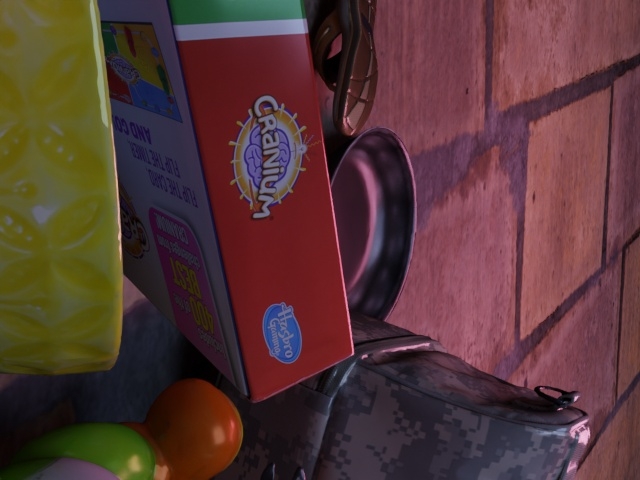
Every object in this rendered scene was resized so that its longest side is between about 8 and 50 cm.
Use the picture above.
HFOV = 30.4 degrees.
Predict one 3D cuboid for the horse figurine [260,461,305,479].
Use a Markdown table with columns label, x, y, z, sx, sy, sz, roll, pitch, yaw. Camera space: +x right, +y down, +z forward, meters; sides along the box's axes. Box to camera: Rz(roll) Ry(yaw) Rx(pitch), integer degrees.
| label | x | y | z | sx | sy | sz | roll | pitch | yaw |
| --- | --- | --- | --- | --- | --- | --- | --- | --- | --- |
| horse figurine | -0.026 | 0.261 | 0.563 | 0.174 | 0.066 | 0.263 | -82 | 164 | -55 |

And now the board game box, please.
| label | x | y | z | sx | sy | sz | roll | pitch | yaw |
| --- | --- | --- | --- | --- | --- | --- | --- | --- | --- |
| board game box | -0.090 | -0.108 | 0.604 | 0.064 | 0.242 | 0.316 | -23 | 123 | -23 |

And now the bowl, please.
| label | x | y | z | sx | sy | sz | roll | pitch | yaw |
| --- | --- | --- | --- | --- | --- | --- | --- | --- | --- |
| bowl | -0.185 | -0.074 | 0.480 | 0.156 | 0.289 | 0.289 | -10 | 111 | -17 |

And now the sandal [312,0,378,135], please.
| label | x | y | z | sx | sy | sz | roll | pitch | yaw |
| --- | --- | --- | --- | --- | --- | --- | --- | --- | --- |
| sandal | 0.018 | -0.170 | 1.009 | 0.072 | 0.049 | 0.180 | 48 | 40 | -63 |

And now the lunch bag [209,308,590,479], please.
| label | x | y | z | sx | sy | sz | roll | pitch | yaw |
| --- | --- | --- | --- | --- | --- | --- | --- | --- | --- |
| lunch bag | 0.049 | 0.224 | 0.897 | 0.212 | 0.256 | 0.305 | 6 | 101 | -61 |

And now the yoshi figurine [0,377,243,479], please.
| label | x | y | z | sx | sy | sz | roll | pitch | yaw |
| --- | --- | --- | --- | --- | --- | --- | --- | --- | --- |
| yoshi figurine | -0.150 | 0.144 | 0.576 | 0.362 | 0.204 | 0.203 | 8 | 99 | -54 |

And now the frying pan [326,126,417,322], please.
| label | x | y | z | sx | sy | sz | roll | pitch | yaw |
| --- | --- | --- | --- | --- | --- | --- | --- | --- | --- |
| frying pan | 0.005 | 0.025 | 1.022 | 0.326 | 0.053 | 0.197 | -45 | 135 | -47 |
